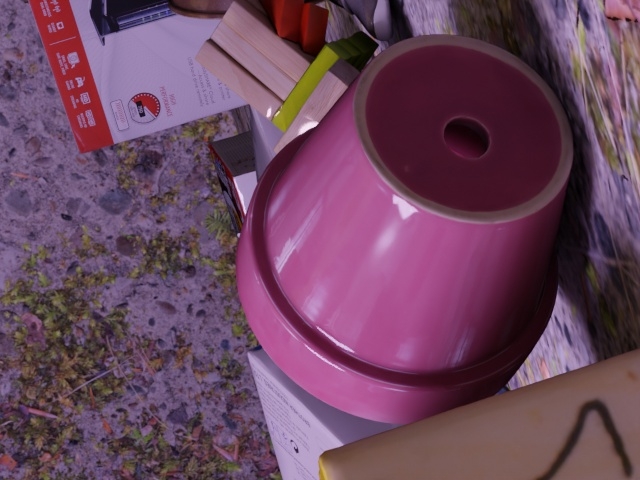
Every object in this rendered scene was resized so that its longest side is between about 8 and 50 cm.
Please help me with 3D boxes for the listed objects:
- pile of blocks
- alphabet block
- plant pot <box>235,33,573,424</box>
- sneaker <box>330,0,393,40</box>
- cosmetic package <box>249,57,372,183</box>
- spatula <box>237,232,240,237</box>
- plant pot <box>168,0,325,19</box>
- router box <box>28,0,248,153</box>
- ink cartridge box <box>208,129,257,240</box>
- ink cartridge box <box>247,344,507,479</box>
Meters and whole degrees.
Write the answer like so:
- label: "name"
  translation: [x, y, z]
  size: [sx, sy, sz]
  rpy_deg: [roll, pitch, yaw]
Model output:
- label: "pile of blocks"
  translation: [0.049, -0.089, 1.230]
  size: [0.113, 0.149, 0.362]
  rpy_deg: [-53, 57, 26]
- label: "alphabet block"
  translation: [0.119, 0.189, 0.839]
  size: [0.193, 0.197, 0.192]
  rpy_deg: [87, 165, -68]
- label: "plant pot"
  translation: [0.061, -0.018, 0.921]
  size: [0.180, 0.201, 0.201]
  rpy_deg: [112, 143, -56]
- label: "sneaker"
  translation: [0.016, -0.214, 1.289]
  size: [0.061, 0.064, 0.158]
  rpy_deg: [79, 172, -45]
- label: "cosmetic package"
  translation: [0.004, -0.076, 1.513]
  size: [0.238, 0.127, 0.107]
  rpy_deg: [88, 163, -75]
- label: "spatula"
  translation: [0.019, 0.068, 1.626]
  size: [0.019, 0.168, 0.242]
  rpy_deg: [-67, -30, -21]
- label: "plant pot"
  translation: [-0.071, -0.307, 1.438]
  size: [0.167, 0.166, 0.165]
  rpy_deg: [-120, 21, -65]
- label: "router box"
  translation: [-0.187, -0.300, 1.797]
  size: [0.082, 0.301, 0.336]
  rpy_deg: [-115, 9, -56]
- label: "ink cartridge box"
  translation: [-0.043, -0.007, 2.151]
  size: [0.309, 0.130, 0.272]
  rpy_deg: [-131, 23, -75]
- label: "ink cartridge box"
  translation: [0.087, 0.285, 1.441]
  size: [0.270, 0.151, 0.396]
  rpy_deg: [37, 144, 58]
